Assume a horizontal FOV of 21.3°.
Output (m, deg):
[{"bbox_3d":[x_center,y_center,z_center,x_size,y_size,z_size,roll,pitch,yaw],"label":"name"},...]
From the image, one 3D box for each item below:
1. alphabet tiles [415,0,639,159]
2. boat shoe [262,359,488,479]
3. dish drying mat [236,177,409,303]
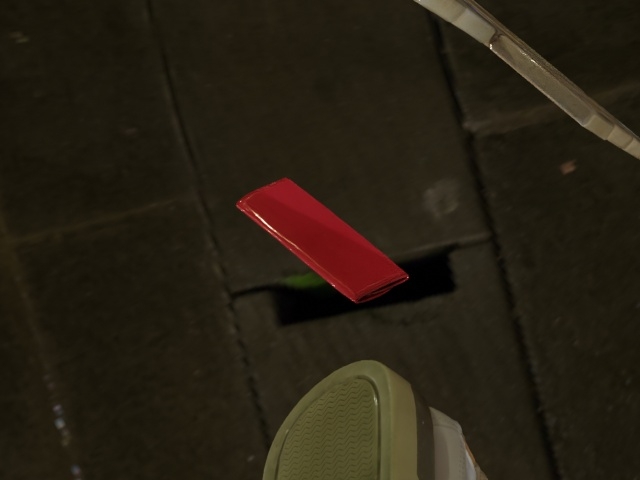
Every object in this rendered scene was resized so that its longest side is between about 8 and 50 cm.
[{"bbox_3d":[0.023,-0.098,0.572,0.198,0.237,0.009,42,101,15],"label":"alphabet tiles"},{"bbox_3d":[0.031,0.186,0.644,0.103,0.302,0.113,38,130,-27],"label":"boat shoe"},{"bbox_3d":[0.000,0.000,0.751,0.083,0.032,0.008,39,137,34],"label":"dish drying mat"}]
